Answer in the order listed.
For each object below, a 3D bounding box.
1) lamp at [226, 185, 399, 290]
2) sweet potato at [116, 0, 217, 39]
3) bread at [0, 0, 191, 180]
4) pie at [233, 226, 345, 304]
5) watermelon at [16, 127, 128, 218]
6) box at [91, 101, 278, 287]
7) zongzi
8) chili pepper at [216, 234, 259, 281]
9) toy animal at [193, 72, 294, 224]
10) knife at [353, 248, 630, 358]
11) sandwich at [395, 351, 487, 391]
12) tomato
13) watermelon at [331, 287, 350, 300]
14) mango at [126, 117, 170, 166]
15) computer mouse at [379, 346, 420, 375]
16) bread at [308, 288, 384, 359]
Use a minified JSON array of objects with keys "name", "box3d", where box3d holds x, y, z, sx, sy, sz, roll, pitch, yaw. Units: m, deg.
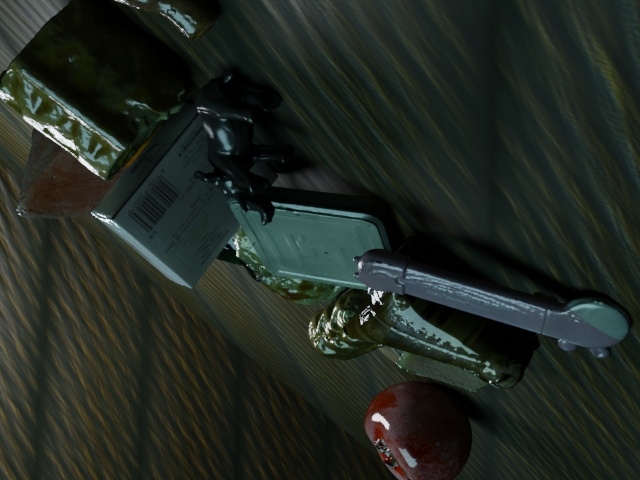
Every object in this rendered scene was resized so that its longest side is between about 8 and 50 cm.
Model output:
[{"name":"lamp","box3d":[0.000,0.000,1.539,0.269,0.047,0.266,8,153,20]},{"name":"sweet potato","box3d":[-0.309,-0.377,1.168,0.385,0.109,0.109,35,164,2]},{"name":"bread","box3d":[-0.366,-0.247,1.461,0.252,0.196,0.238,46,141,-12]},{"name":"pie","box3d":[-0.061,0.038,1.747,0.248,0.090,0.201,42,131,-22]},{"name":"watermelon","box3d":[-0.467,-0.157,1.889,0.250,0.292,0.283,6,152,13]},{"name":"box","box3d":[-0.229,-0.080,1.558,0.194,0.260,0.111,46,161,-30]},{"name":"zongzi","box3d":[0.184,0.159,1.507,0.286,0.134,0.288,36,142,2]},{"name":"chili pepper","box3d":[-0.144,0.020,1.932,0.148,0.116,0.264,21,159,37]},{"name":"toy animal","box3d":[-0.116,-0.141,1.381,0.146,0.114,0.245,17,118,36]},{"name":"knife","box3d":[0.234,0.078,1.294,0.399,0.038,0.132,15,140,15]},{"name":"sandwich","box3d":[0.238,0.222,1.654,0.162,0.058,0.193,31,-160,13]},{"name":"tomato","box3d":[0.245,0.466,2.200,0.270,0.227,0.270,45,156,26]},{"name":"watermelon","box3d":[-0.044,0.034,1.852,0.154,0.094,0.241,6,144,48]},{"name":"mango","box3d":[-0.365,-0.214,1.687,0.187,0.138,0.257,25,178,-9]},{"name":"computer mouse","box3d":[0.188,0.221,1.881,0.145,0.082,0.236,42,164,-17]},{"name":"bread","box3d":[0.071,0.164,1.800,0.152,0.130,0.268,9,161,-19]}]
